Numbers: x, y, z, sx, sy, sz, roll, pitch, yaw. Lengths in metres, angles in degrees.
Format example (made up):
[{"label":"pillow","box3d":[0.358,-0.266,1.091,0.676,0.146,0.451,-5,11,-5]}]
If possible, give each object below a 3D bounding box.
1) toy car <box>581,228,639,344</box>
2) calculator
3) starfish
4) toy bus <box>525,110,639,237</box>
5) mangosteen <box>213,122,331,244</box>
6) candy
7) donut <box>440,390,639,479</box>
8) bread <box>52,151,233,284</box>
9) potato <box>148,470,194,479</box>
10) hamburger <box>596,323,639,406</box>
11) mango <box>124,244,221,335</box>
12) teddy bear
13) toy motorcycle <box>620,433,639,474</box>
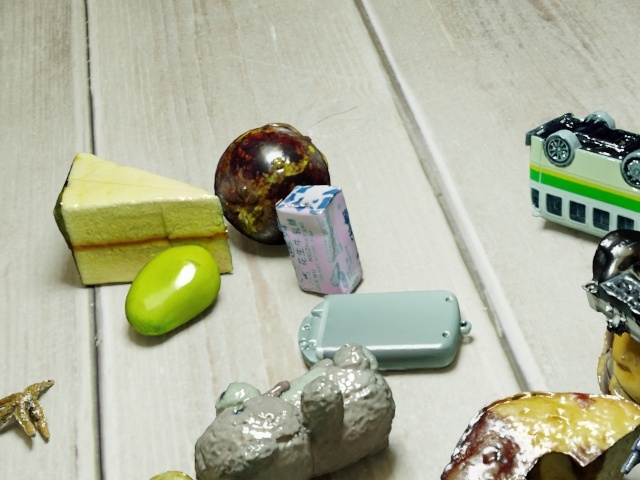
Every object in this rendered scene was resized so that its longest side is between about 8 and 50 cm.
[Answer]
[{"label":"toy car","box3d":[0.468,0.032,1.508,0.301,0.118,0.193,-21,24,-13]},{"label":"calculator","box3d":[0.089,0.125,1.820,0.246,0.045,0.141,-4,37,11]},{"label":"starfish","box3d":[-0.418,0.227,1.831,0.133,0.041,0.130,6,39,23]},{"label":"toy bus","box3d":[0.444,-0.081,1.899,0.276,0.164,0.134,22,33,37]},{"label":"mangosteen","box3d":[-0.062,-0.100,2.049,0.192,0.192,0.217,10,34,27]},{"label":"candy","box3d":[0.000,0.000,1.921,0.092,0.160,0.073,7,36,34]},{"label":"donut","box3d":[0.232,0.277,1.526,0.295,0.112,0.151,-27,37,-22]},{"label":"bread","box3d":[-0.266,-0.041,2.053,0.264,0.167,0.163,-3,36,6]},{"label":"potato","box3d":[-0.171,0.345,1.549,0.080,0.107,0.170,-9,37,-25]},{"label":"hamburger","box3d":[0.489,0.130,1.611,0.319,0.158,0.318,-10,36,7]},{"label":"mango","box3d":[-0.225,0.070,1.943,0.163,0.089,0.117,-32,54,-23]},{"label":"teddy bear","box3d":[-0.036,0.233,1.607,0.267,0.236,0.151,-16,76,-27]},{"label":"toy motorcycle","box3d":[0.379,0.285,1.399,0.358,0.125,0.212,-35,71,-23]}]
